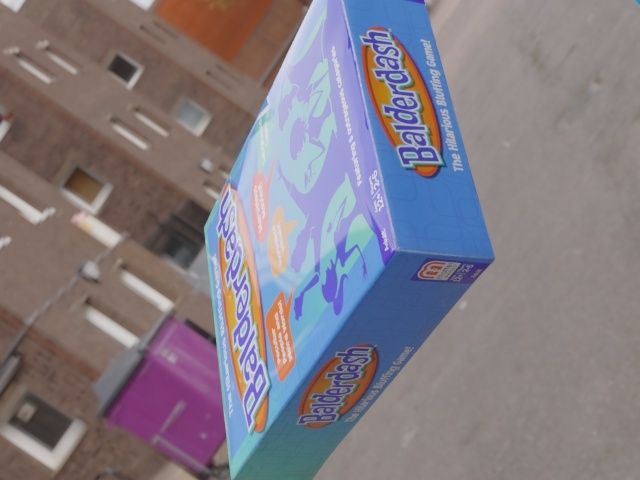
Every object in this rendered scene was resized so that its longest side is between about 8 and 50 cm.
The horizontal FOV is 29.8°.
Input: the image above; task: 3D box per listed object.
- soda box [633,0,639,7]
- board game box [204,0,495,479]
[{"bbox_3d":[0.153,-0.193,0.612,0.071,0.210,0.067,-39,-7,-43],"label":"soda box"},{"bbox_3d":[0.000,0.000,0.573,0.210,0.047,0.160,121,147,-48],"label":"board game box"}]
